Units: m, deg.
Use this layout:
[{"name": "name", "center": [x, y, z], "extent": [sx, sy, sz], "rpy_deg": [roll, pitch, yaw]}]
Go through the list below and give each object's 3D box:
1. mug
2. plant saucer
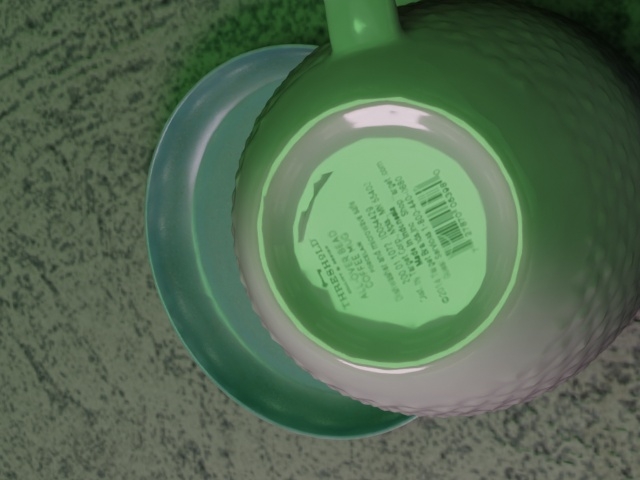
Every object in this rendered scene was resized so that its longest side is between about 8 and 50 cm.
[{"name": "mug", "center": [0.070, -0.067, 1.246], "extent": [0.276, 0.328, 0.374], "rpy_deg": [-13, 92, 16]}, {"name": "plant saucer", "center": [0.000, 0.000, 1.514], "extent": [0.317, 0.043, 0.318], "rpy_deg": [8, 106, 29]}]
